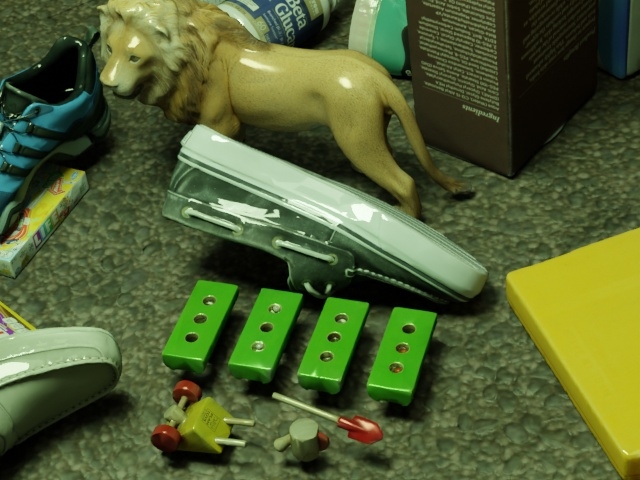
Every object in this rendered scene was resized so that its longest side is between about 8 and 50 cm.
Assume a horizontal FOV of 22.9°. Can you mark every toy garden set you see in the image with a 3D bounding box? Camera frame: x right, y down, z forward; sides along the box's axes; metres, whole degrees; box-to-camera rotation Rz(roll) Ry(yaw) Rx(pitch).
[{"bbox_3d":[-0.031,0.137,1.489,0.244,0.049,0.204,8,43,14],"label":"toy garden set"}]

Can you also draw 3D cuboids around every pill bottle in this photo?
[{"bbox_3d":[-0.048,-0.276,1.900,0.094,0.094,0.169,31,55,34],"label":"pill bottle"}]

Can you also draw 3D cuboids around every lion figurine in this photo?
[{"bbox_3d":[-0.037,-0.152,1.658,0.392,0.240,0.142,5,44,12],"label":"lion figurine"}]

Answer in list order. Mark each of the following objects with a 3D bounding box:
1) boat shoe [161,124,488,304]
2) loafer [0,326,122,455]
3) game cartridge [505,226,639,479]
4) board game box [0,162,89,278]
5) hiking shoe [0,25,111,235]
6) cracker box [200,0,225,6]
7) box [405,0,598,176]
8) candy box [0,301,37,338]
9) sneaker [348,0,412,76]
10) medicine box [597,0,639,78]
[{"bbox_3d":[0.000,0.000,1.583,0.335,0.119,0.121,25,6,8],"label":"boat shoe"},{"bbox_3d":[-0.327,0.176,1.448,0.319,0.112,0.111,-23,49,-6],"label":"loafer"},{"bbox_3d":[0.378,0.085,1.492,0.323,0.053,0.285,-19,44,-9],"label":"game cartridge"},{"bbox_3d":[-0.337,-0.029,1.722,0.103,0.026,0.154,13,46,21],"label":"board game box"},{"bbox_3d":[-0.344,-0.107,1.679,0.113,0.132,0.304,25,52,18],"label":"hiking shoe"},{"bbox_3d":[-0.126,-0.371,1.968,0.232,0.156,0.067,-30,47,-24],"label":"cracker box"},{"bbox_3d":[0.193,-0.280,1.661,0.143,0.381,0.191,22,49,31],"label":"box"},{"bbox_3d":[-0.371,0.075,1.586,0.206,0.027,0.105,31,31,34],"label":"candy box"},{"bbox_3d":[0.125,-0.339,1.834,0.121,0.302,0.108,16,13,18],"label":"sneaker"},{"bbox_3d":[0.301,-0.378,1.839,0.149,0.264,0.289,-32,48,-24],"label":"medicine box"}]
